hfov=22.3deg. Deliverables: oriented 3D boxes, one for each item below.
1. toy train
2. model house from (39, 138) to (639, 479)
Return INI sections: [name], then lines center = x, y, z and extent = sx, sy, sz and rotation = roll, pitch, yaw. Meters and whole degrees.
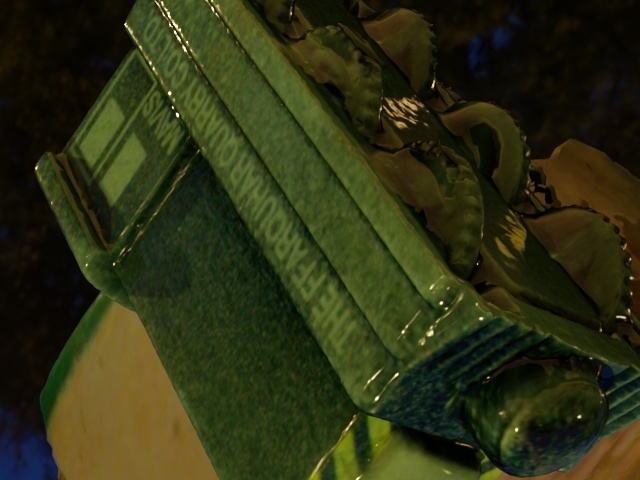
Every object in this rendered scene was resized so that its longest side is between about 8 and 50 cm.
[toy train]
center = 0.000, 0.000, 0.678
extent = 0.138, 0.178, 0.330
rotation = 22, -156, -39
[model house]
center = 0.066, 0.116, 1.044
extent = 0.342, 0.382, 0.335
rotation = 2, -135, -34
